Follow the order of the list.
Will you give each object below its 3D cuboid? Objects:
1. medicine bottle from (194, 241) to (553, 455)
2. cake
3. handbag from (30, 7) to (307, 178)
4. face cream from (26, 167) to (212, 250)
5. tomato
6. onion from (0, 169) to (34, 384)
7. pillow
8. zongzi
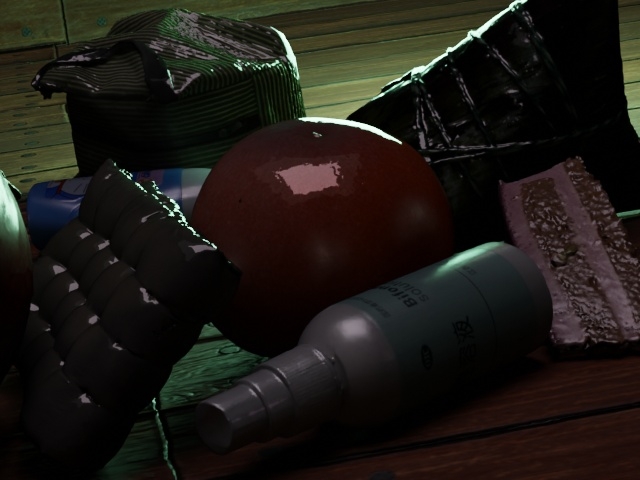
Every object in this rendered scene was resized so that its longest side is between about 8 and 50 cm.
[{"bbox_3d":[0.046,0.099,1.319,0.352,0.110,0.110,-20,22,-38],"label":"medicine bottle"},{"bbox_3d":[0.252,0.036,1.528,0.116,0.113,0.295,-11,29,1],"label":"cake"},{"bbox_3d":[-0.207,-0.171,2.099,0.340,0.247,0.240,8,34,33],"label":"handbag"},{"bbox_3d":[-0.224,-0.041,1.915,0.264,0.083,0.149,-6,20,1],"label":"face cream"},{"bbox_3d":[0.000,0.000,1.487,0.256,0.224,0.256,-3,25,1],"label":"tomato"},{"bbox_3d":[-0.394,0.016,1.284,0.341,0.341,0.341,-6,17,2],"label":"onion"},{"bbox_3d":[-0.196,0.063,1.396,0.228,0.101,0.326,-54,28,1],"label":"pillow"},{"bbox_3d":[0.207,-0.160,1.705,0.383,0.362,0.319,-8,35,-5],"label":"zongzi"}]
